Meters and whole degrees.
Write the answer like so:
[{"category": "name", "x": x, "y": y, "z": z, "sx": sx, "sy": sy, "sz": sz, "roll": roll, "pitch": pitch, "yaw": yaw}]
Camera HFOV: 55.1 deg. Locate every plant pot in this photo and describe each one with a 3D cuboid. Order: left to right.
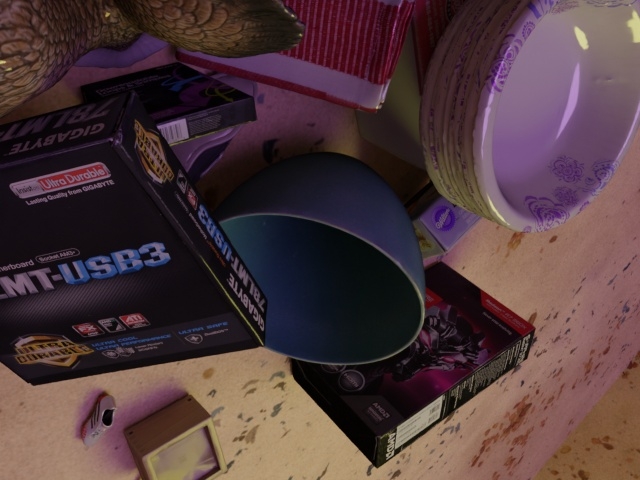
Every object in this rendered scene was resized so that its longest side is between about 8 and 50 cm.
[{"category": "plant pot", "x": 0.000, "y": 0.000, "z": 0.794, "sx": 0.290, "sy": 0.290, "sz": 0.195, "roll": 70, "pitch": 28, "yaw": -43}]

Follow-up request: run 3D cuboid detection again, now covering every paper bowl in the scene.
[{"category": "paper bowl", "x": 0.230, "y": -0.162, "z": 0.699, "sx": 0.284, "sy": 0.148, "sz": 0.284, "roll": -15, "pitch": 118, "yaw": -30}]

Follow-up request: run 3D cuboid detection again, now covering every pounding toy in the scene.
[{"category": "pounding toy", "x": -0.225, "y": 0.324, "z": 0.917, "sx": 0.130, "sy": 0.100, "sz": 0.141, "roll": -25, "pitch": 120, "yaw": -29}]

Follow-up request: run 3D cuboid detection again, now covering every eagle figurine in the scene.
[{"category": "eagle figurine", "x": -0.166, "y": -0.184, "z": 0.458, "sx": 0.225, "sy": 0.298, "sz": 0.226, "roll": 18, "pitch": 127, "yaw": -42}]

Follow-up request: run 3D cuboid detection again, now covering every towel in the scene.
[{"category": "towel", "x": -0.005, "y": -0.310, "z": 0.602, "sx": 0.237, "sy": 0.037, "sz": 0.329, "roll": 15, "pitch": 113, "yaw": -4}]

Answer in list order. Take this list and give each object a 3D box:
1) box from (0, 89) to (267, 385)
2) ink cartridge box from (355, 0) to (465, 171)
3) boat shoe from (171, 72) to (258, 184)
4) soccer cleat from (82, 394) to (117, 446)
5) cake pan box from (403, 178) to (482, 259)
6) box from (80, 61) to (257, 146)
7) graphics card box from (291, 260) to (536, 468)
[{"category": "box", "x": -0.237, "y": 0.023, "z": 0.587, "sx": 0.295, "sy": 0.073, "sz": 0.293, "roll": -11, "pitch": 138, "yaw": 13}, {"category": "ink cartridge box", "x": 0.223, "y": -0.318, "z": 0.833, "sx": 0.384, "sy": 0.160, "sz": 0.279, "roll": -36, "pitch": 135, "yaw": -19}, {"category": "boat shoe", "x": -0.151, "y": -0.114, "z": 0.722, "sx": 0.206, "sy": 0.075, "sz": 0.065, "roll": -52, "pitch": -178, "yaw": -10}, {"category": "soccer cleat", "x": -0.298, "y": 0.248, "z": 0.829, "sx": 0.029, "sy": 0.035, "sz": 0.083, "roll": 17, "pitch": 104, "yaw": -47}, {"category": "cake pan box", "x": 0.197, "y": -0.064, "z": 0.926, "sx": 0.245, "sy": 0.267, "sz": 0.070, "roll": -40, "pitch": 92, "yaw": -14}, {"category": "box", "x": -0.154, "y": -0.137, "z": 0.610, "sx": 0.116, "sy": 0.162, "sz": 0.029, "roll": -25, "pitch": 127, "yaw": -30}, {"category": "graphics card box", "x": 0.161, "y": 0.193, "z": 1.063, "sx": 0.371, "sy": 0.233, "sz": 0.094, "roll": -26, "pitch": 135, "yaw": -27}]
